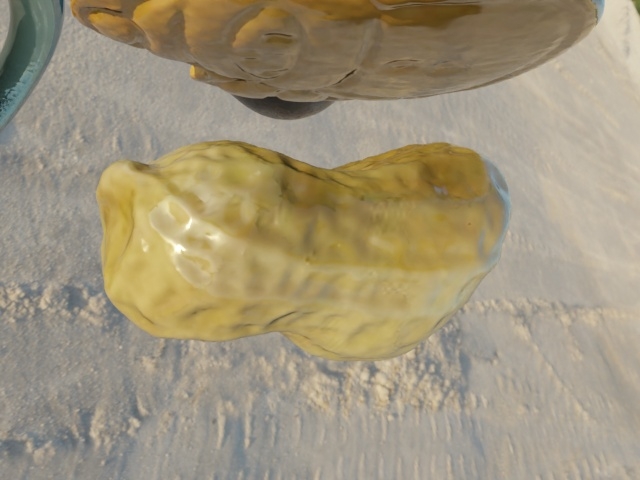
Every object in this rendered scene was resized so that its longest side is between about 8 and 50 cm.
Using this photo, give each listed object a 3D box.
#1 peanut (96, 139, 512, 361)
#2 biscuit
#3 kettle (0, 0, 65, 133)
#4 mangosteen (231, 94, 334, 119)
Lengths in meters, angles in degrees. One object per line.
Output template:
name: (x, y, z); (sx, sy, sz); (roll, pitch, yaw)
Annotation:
peanut: (0.004, 0.009, 0.403); (0.291, 0.143, 0.159); (-4, 84, -27)
biscuit: (0.013, -0.154, 0.437); (0.312, 0.351, 0.057); (16, 75, -86)
kettle: (-0.353, -0.147, 0.449); (0.247, 0.342, 0.319); (39, 13, 9)
mangosteen: (-0.061, -0.326, 0.885); (0.275, 0.275, 0.302); (61, 3, -3)
